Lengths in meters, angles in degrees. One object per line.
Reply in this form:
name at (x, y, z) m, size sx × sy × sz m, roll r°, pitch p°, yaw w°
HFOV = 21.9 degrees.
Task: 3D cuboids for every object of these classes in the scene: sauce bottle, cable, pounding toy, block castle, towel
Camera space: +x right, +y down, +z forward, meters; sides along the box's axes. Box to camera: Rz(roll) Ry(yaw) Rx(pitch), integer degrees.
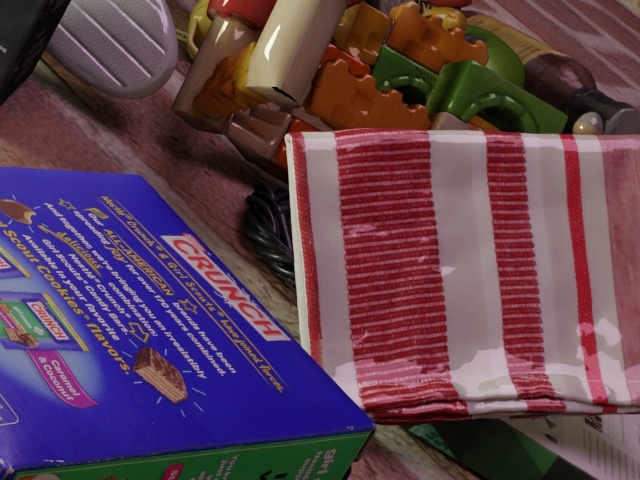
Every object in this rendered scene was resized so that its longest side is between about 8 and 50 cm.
sauce bottle at (0.275, -0.194, 2.107) m, size 0.111 × 0.111 × 0.344 m, roll 15°, pitch 17°, yaw -40°
cable at (0.000, 0.000, 1.472) m, size 0.150 × 0.047 × 0.184 m, roll 30°, pitch 22°, yaw -8°
pounding toy at (0.117, -0.226, 1.865) m, size 0.237 × 0.110 × 0.183 m, roll -10°, pitch 25°, yaw -21°
block castle at (0.119, -0.123, 1.499) m, size 0.453 × 0.213 × 0.303 m, roll 28°, pitch -12°, yaw -18°
towel at (0.140, 0.024, 1.305) m, size 0.329 × 0.037 × 0.237 m, roll 0°, pitch 74°, yaw -19°

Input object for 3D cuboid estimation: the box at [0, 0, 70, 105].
box at (-0.266, -0.204, 1.379) m, size 0.093 × 0.158 × 0.156 m, roll 31°, pitch 21°, yaw -6°

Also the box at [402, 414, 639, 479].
box at (0.215, 0.167, 1.411) m, size 0.322 × 0.058 × 0.232 m, roll 31°, pitch 22°, yaw -3°

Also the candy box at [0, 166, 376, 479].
candy box at (-0.161, 0.075, 0.980) m, size 0.268 × 0.122 × 0.317 m, roll 45°, pitch 25°, yaw 29°

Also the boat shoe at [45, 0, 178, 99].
boat shoe at (-0.245, -0.250, 1.554) m, size 0.335 × 0.121 × 0.119 m, roll 48°, pitch -8°, yaw 18°

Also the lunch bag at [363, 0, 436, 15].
lunch bag at (0.050, -0.330, 2.081) m, size 0.287 × 0.169 × 0.235 m, roll 60°, pitch 25°, yaw 9°

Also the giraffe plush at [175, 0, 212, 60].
giraffe plush at (-0.062, -0.271, 1.796) m, size 0.210 × 0.170 × 0.181 m, roll 16°, pitch 27°, yaw -38°
